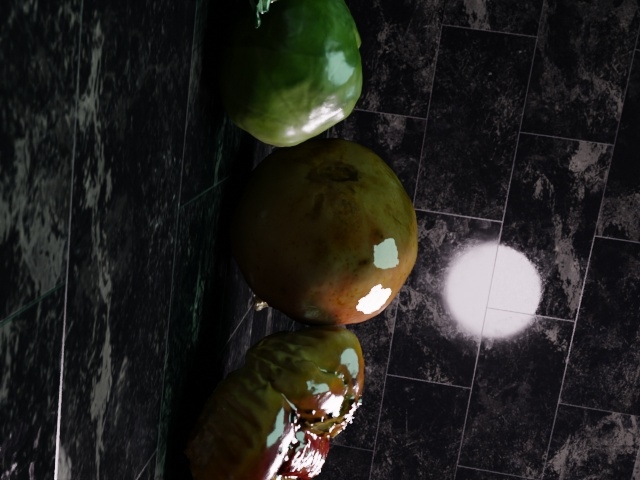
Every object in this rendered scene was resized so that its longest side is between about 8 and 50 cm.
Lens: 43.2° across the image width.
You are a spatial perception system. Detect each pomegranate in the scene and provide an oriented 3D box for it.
[{"bbox_3d":[0.000,0.000,1.374,0.338,0.338,0.338,9,90,-85],"label":"pomegranate"}]

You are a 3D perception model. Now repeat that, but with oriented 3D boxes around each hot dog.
[{"bbox_3d":[-0.065,0.302,1.339,0.367,0.196,0.365,-47,157,-25],"label":"hot dog"}]

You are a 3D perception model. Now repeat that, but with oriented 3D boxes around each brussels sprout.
[{"bbox_3d":[-0.042,-0.243,1.100,0.244,0.244,0.244,9,90,-85],"label":"brussels sprout"}]

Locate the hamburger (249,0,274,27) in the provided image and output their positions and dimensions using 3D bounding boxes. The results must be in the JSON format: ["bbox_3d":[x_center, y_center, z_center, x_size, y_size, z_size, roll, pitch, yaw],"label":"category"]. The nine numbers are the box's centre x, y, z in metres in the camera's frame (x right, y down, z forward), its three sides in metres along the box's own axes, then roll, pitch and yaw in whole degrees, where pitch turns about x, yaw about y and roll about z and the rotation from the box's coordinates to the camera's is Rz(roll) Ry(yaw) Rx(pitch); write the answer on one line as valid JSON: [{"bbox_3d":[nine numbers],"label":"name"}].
[{"bbox_3d":[-0.082,-0.346,0.883,0.214,0.125,0.235,-10,105,-79],"label":"hamburger"}]

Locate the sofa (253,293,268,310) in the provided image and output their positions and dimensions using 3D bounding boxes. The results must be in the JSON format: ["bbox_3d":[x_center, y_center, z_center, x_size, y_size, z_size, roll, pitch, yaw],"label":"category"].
[{"bbox_3d":[-0.033,0.031,1.754,0.258,0.182,0.200,-71,168,-64],"label":"sofa"}]
